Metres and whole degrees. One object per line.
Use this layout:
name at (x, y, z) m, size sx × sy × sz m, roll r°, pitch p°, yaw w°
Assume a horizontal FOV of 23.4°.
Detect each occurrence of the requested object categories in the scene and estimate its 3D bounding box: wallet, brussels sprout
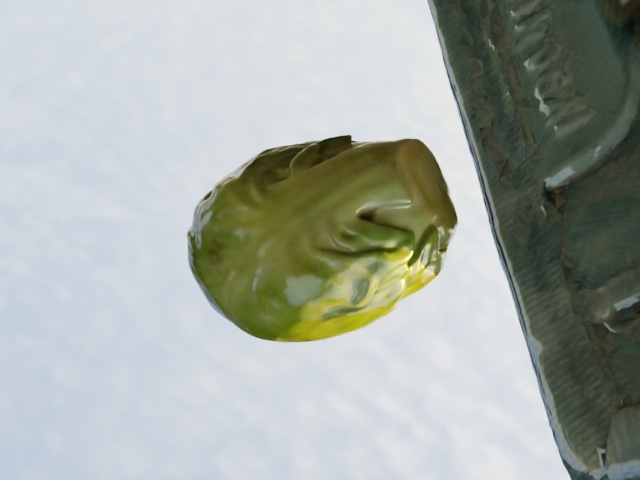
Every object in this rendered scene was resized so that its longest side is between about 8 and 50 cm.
wallet at (0.146, -0.101, 0.484) m, size 0.075 × 0.237 × 0.342 m, roll 49°, pitch -157°, yaw -47°
brussels sprout at (0.000, 0.000, 1.258) m, size 0.223 × 0.161 × 0.223 m, roll -10°, pitch 175°, yaw -1°
